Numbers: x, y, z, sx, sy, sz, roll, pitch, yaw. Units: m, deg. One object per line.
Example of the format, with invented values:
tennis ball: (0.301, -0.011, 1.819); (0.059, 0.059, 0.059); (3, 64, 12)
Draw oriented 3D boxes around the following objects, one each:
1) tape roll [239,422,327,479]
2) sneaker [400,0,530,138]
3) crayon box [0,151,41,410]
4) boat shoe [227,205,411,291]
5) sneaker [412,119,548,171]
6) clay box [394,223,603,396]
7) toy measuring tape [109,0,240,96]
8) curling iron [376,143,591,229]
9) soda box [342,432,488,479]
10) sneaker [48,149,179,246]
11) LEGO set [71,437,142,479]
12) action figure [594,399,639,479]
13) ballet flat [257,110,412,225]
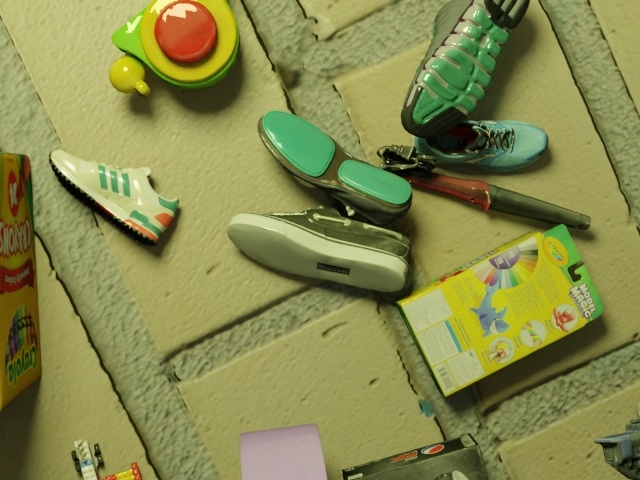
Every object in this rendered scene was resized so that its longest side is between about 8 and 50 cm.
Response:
tape roll: (-0.030, 0.343, 1.090); (0.090, 0.275, 0.275); (-8, 94, -4)
sneaker: (0.155, -0.218, 1.169); (0.083, 0.098, 0.224); (37, 85, -30)
crayon box: (-0.369, 0.063, 1.089); (0.081, 0.202, 0.319); (-2, 94, -4)
boat shoe: (0.000, 0.000, 1.182); (0.219, 0.078, 0.070); (16, 56, -3)
sneaker: (0.193, -0.113, 1.184); (0.162, 0.073, 0.063); (-2, 93, -4)
clay box: (0.217, 0.080, 1.206); (0.222, 0.053, 0.127); (-26, 94, -4)
toy measuring tape: (-0.100, -0.270, 1.136); (0.330, 0.121, 0.121); (-40, 95, -1)
curling iron: (0.195, -0.057, 1.193); (0.274, 0.068, 0.035); (19, 81, -7)
soda box: (0.115, 0.289, 1.209); (0.168, 0.053, 0.060); (-15, 94, -3)
sneaker: (-0.239, -0.066, 1.170); (0.161, 0.057, 0.075); (37, 73, -4)
LEGO set: (-0.251, 0.351, 1.185); (0.244, 0.060, 0.183); (26, 87, -5)
action figure: (0.410, 0.265, 1.174); (0.341, 0.178, 0.330); (5, 88, -29)
ballet flat: (0.011, -0.078, 1.170); (0.203, 0.074, 0.074); (29, 91, 3)
